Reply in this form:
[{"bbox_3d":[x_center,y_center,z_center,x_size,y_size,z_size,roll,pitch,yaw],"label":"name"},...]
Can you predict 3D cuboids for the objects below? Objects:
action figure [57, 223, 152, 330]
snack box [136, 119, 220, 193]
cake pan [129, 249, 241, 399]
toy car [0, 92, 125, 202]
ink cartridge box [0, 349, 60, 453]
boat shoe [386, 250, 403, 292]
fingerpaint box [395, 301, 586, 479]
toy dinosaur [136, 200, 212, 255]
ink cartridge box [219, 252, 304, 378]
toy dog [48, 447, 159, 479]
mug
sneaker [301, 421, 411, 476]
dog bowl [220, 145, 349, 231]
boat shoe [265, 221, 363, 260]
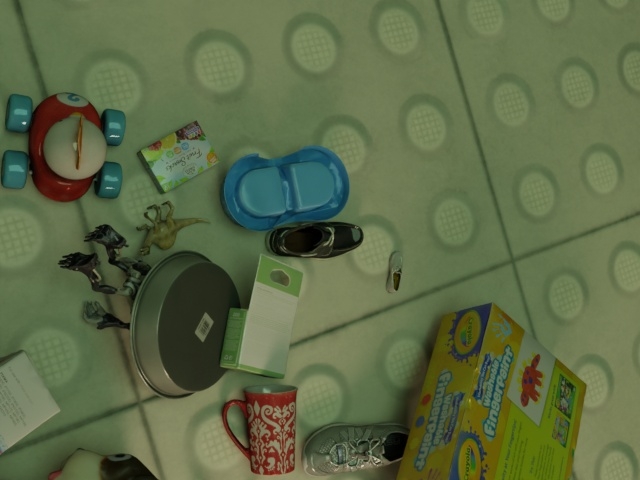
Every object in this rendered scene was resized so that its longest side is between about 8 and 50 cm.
[{"bbox_3d":[-0.376,0.095,1.681,0.164,0.140,0.276,-56,135,-29],"label":"action figure"},{"bbox_3d":[-0.293,-0.172,1.803,0.141,0.037,0.100,-34,101,-26],"label":"snack box"},{"bbox_3d":[-0.250,0.166,1.699,0.293,0.054,0.294,-6,97,-58],"label":"cake pan"},{"bbox_3d":[-0.457,-0.187,1.609,0.219,0.238,0.211,6,82,-27],"label":"toy car"},{"bbox_3d":[-0.620,0.324,1.432,0.306,0.226,0.131,-35,100,-43],"label":"ink cartridge box"},{"bbox_3d":[0.177,0.072,2.016,0.035,0.035,0.100,19,76,-24],"label":"boat shoe"},{"bbox_3d":[0.391,0.429,1.942,0.371,0.163,0.445,39,53,-25],"label":"fingerpaint box"},{"bbox_3d":[-0.315,-0.031,1.779,0.183,0.053,0.093,-33,110,-38],"label":"toy dinosaur"},{"bbox_3d":[-0.118,0.159,1.803,0.171,0.056,0.235,27,69,-55],"label":"ink cartridge box"},{"bbox_3d":[-0.433,0.554,1.506,0.395,0.284,0.408,33,63,-3],"label":"toy dog"},{"bbox_3d":[-0.116,0.391,1.810,0.113,0.150,0.170,-1,89,-63],"label":"mug"},{"bbox_3d":[0.091,0.444,1.885,0.281,0.115,0.105,-9,88,-27],"label":"sneaker"},{"bbox_3d":[-0.082,-0.109,1.884,0.297,0.074,0.166,-11,90,-28],"label":"dog bowl"},{"bbox_3d":[0.000,0.000,1.912,0.233,0.079,0.084,-3,84,-29],"label":"boat shoe"}]
